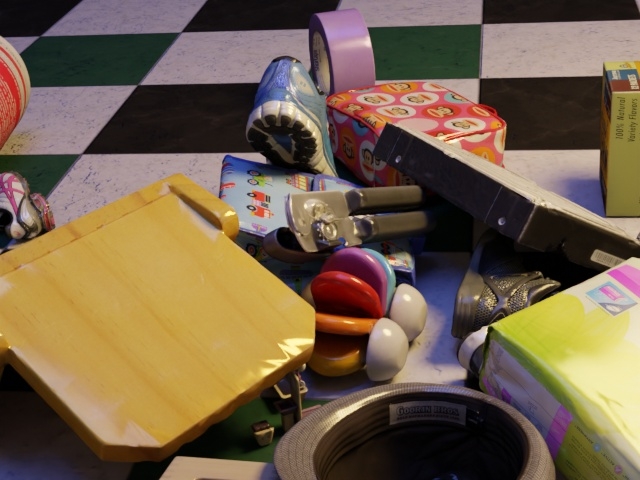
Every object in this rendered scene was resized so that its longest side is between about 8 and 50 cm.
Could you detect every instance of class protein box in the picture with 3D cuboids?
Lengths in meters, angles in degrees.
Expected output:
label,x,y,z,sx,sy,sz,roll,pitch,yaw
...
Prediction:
label,x,y,z,sx,sy,sz,roll,pitch,yaw
protein box,0.520,-0.152,1.587,0.201,0.199,0.136,0,28,9

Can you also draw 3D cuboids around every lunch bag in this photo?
label,x,y,z,sx,sy,sz,roll,pitch,yaw
lunch bag,0.167,-0.178,1.774,0.258,0.120,0.293,-15,29,-19
lunch bag,0.000,0.000,1.497,0.293,0.138,0.221,6,28,-7

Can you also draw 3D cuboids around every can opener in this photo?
label,x,y,z,sx,sy,sz,roll,pitch,yaw
can opener,0.036,-0.022,1.375,0.095,0.076,0.283,-27,-12,35

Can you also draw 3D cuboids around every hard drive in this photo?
label,x,y,z,sx,sy,sz,roll,pitch,yaw
hard drive,0.253,-0.060,1.482,0.237,0.064,0.339,18,12,-36

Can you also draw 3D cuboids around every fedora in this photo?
label,x,y,z,sx,sy,sz,roll,pitch,yaw
fedora,0.087,0.242,1.001,0.244,0.124,0.275,16,26,29

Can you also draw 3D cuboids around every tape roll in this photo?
label,x,y,z,sx,sy,sz,roll,pitch,yaw
tape roll,0.038,-0.333,2.011,0.080,0.189,0.189,-10,29,-10

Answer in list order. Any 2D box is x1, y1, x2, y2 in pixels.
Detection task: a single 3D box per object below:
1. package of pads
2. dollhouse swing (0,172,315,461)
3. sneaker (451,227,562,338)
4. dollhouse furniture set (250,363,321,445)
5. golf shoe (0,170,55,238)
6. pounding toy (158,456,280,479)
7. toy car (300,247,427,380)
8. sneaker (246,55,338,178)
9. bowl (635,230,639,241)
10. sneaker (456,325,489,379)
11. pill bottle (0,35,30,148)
label,x,y,z,sx,sy,sz,roll,pitch,yaw
package of pads,0.325,0.164,1.071,0.229,0.101,0.296,-21,47,-27
dollhouse swing,-0.225,0.137,1.248,0.347,0.315,0.305,-31,72,-38
sneaker,0.246,0.059,1.364,0.130,0.087,0.227,11,28,11
dollhouse furniture set,-0.052,0.159,1.222,0.091,0.081,0.114,-15,30,-18
golf shoe,-0.494,-0.057,1.707,0.086,0.067,0.186,-23,33,-28
pounding toy,-0.107,0.279,0.979,0.141,0.130,0.100,2,17,12
toy car,0.036,0.077,1.303,0.159,0.136,0.182,7,30,21
sneaker,-0.030,-0.165,1.613,0.130,0.330,0.147,6,70,5
bowl,0.498,-0.003,1.441,0.170,0.080,0.170,-4,29,2
sneaker,0.282,0.131,1.236,0.234,0.078,0.106,-13,35,-12
pill bottle,-0.651,-0.206,1.837,0.229,0.229,0.407,-4,28,2
